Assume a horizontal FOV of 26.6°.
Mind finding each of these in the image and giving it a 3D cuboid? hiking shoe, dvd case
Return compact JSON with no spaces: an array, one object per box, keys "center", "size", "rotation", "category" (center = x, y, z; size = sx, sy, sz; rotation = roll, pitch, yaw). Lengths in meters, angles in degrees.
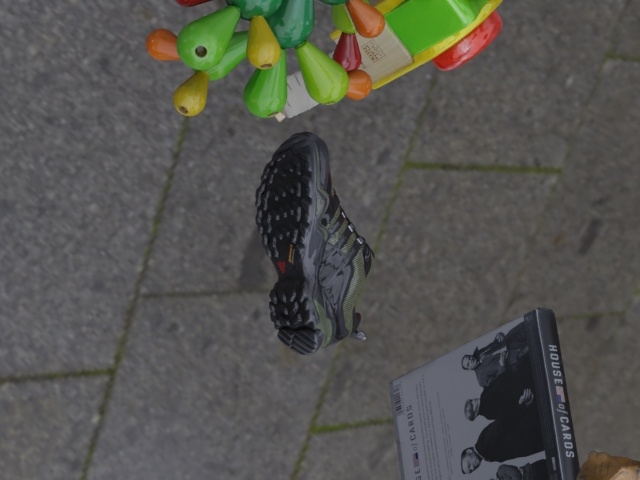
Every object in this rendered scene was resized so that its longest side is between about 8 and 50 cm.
[{"center":[0.000,0.000,1.402],"size":[0.114,0.086,0.227],"rotation":[-8,98,-47],"category":"hiking shoe"},{"center":[0.154,0.188,1.318],"size":[0.029,0.179,0.239],"rotation":[9,154,-31],"category":"dvd case"}]

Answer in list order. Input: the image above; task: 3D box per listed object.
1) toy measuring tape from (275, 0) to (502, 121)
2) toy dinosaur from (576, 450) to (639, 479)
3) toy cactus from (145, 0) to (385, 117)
[{"center":[0.065,-0.191,1.192],"size":[0.121,0.330,0.121],"rotation":[9,73,-31],"category":"toy measuring tape"},{"center":[0.230,0.097,0.637],"size":[0.211,0.064,0.112],"rotation":[-26,129,6],"category":"toy dinosaur"},{"center":[-0.021,-0.168,0.860],"size":[0.219,0.112,0.180],"rotation":[-13,127,-50],"category":"toy cactus"}]
